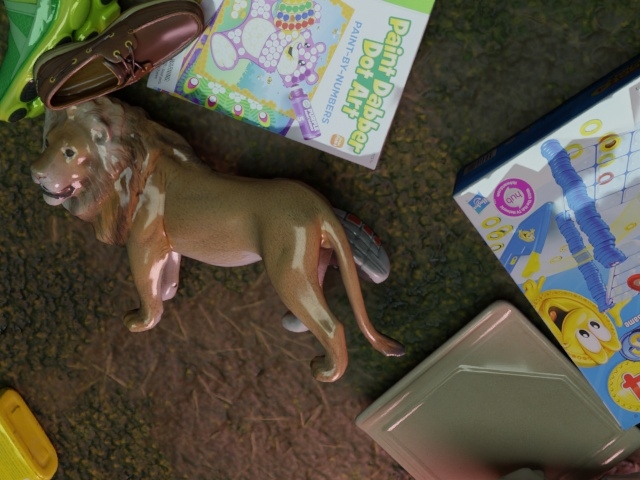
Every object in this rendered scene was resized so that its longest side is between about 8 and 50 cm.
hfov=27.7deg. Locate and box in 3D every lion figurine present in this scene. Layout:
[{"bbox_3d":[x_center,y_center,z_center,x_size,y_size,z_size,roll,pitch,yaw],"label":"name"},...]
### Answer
[{"bbox_3d":[-0.098,-0.016,1.294,0.392,0.142,0.240,9,115,14],"label":"lion figurine"}]

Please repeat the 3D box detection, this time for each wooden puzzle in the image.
[{"bbox_3d":[0.192,0.199,1.392,0.239,0.044,0.221,42,112,-13],"label":"wooden puzzle"}]

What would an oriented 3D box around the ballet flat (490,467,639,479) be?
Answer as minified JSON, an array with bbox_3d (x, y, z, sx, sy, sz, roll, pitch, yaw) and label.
[{"bbox_3d":[0.267,0.295,1.335,0.400,0.139,0.139,0,110,8],"label":"ballet flat"}]

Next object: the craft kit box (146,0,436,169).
[{"bbox_3d":[-0.019,-0.225,1.262,0.247,0.061,0.249,19,113,0],"label":"craft kit box"}]

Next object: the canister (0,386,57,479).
[{"bbox_3d":[-0.406,0.254,1.504,0.170,0.073,0.126,-25,104,17],"label":"canister"}]

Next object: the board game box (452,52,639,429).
[{"bbox_3d":[0.339,-0.017,1.255,0.308,0.086,0.302,-34,101,20],"label":"board game box"}]

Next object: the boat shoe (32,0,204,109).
[{"bbox_3d":[-0.188,-0.172,1.234,0.178,0.060,0.064,-24,131,4],"label":"boat shoe"}]

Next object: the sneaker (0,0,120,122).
[{"bbox_3d":[-0.265,-0.252,1.284,0.123,0.109,0.295,39,121,26],"label":"sneaker"}]

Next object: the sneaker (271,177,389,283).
[{"bbox_3d":[0.000,0.000,1.346,0.158,0.061,0.065,37,123,6],"label":"sneaker"}]
